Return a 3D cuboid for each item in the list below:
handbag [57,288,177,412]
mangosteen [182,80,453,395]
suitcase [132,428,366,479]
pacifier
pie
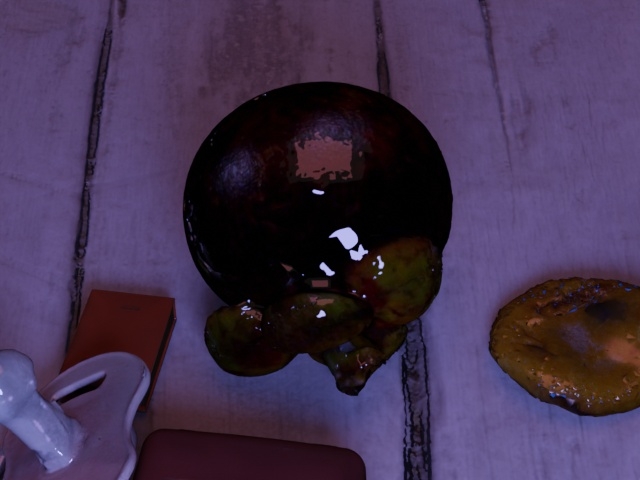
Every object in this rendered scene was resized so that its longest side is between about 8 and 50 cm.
[{"bbox_3d":[-0.284,0.154,2.038,0.127,0.062,0.190,7,43,7],"label":"handbag"},{"bbox_3d":[-0.005,-0.009,2.015,0.381,0.421,0.381,-1,5,0],"label":"mangosteen"},{"bbox_3d":[-0.094,0.359,1.764,0.297,0.161,0.236,6,46,4],"label":"suitcase"},{"bbox_3d":[-0.332,0.249,1.809,0.221,0.273,0.332,5,38,-2],"label":"pacifier"},{"bbox_3d":[0.371,0.143,2.039,0.274,0.069,0.273,1,45,-1],"label":"pie"}]
